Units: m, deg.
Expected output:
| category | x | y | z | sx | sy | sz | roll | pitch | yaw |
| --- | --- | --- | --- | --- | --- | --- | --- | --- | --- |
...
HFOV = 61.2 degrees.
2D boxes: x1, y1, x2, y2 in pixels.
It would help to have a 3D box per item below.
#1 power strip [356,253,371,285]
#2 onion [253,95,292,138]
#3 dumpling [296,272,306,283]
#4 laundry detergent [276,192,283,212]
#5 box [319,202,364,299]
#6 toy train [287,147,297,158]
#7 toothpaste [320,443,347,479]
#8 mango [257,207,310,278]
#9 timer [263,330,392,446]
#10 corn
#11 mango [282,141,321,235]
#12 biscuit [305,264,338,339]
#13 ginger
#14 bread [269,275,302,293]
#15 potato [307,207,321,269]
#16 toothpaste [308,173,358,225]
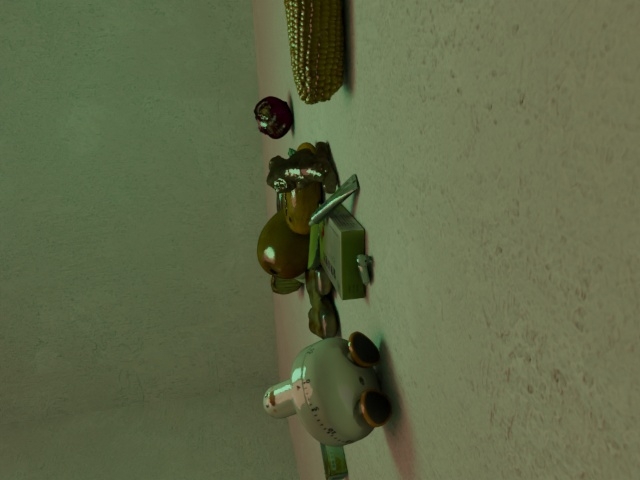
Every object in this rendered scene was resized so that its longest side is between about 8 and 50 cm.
| category | x | y | z | sx | sy | sz | roll | pitch | yaw |
| --- | --- | --- | --- | --- | --- | --- | --- | --- | --- |
| power strip | 0.102 | 0.063 | 1.220 | 0.055 | 0.035 | 0.083 | -106 | 1 | -47 |
| onion | -0.167 | -0.500 | 2.194 | 0.198 | 0.135 | 0.173 | -9 | -108 | -62 |
| dumpling | -0.065 | 0.112 | 1.999 | 0.134 | 0.169 | 0.100 | 58 | -141 | -13 |
| laundry detergent | -0.146 | -0.199 | 2.345 | 0.171 | 0.076 | 0.237 | -107 | 17 | -45 |
| box | 0.050 | 0.019 | 1.374 | 0.260 | 0.062 | 0.175 | -124 | 31 | -68 |
| toy train | -0.070 | -0.271 | 1.872 | 0.178 | 0.071 | 0.105 | -132 | 33 | -75 |
| toothpaste | 0.029 | 0.653 | 1.862 | 0.089 | 0.070 | 0.313 | 105 | 158 | -53 |
| mango | -0.115 | -0.003 | 1.895 | 0.173 | 0.211 | 0.317 | 53 | -150 | -36 |
| timer | 0.018 | 0.340 | 1.205 | 0.240 | 0.233 | 0.234 | -30 | 57 | 30 |
| corn | -0.012 | -0.510 | 1.222 | 0.144 | 0.143 | 0.388 | -125 | 27 | -70 |
| mango | -0.061 | -0.160 | 1.732 | 0.177 | 0.120 | 0.295 | -124 | 30 | -66 |
| biscuit | -0.001 | 0.200 | 1.769 | 0.290 | 0.062 | 0.237 | 150 | 115 | -78 |
| ginger | -0.062 | -0.211 | 1.575 | 0.332 | 0.080 | 0.166 | 0 | 69 | 50 |
| bread | -0.158 | 0.126 | 2.409 | 0.253 | 0.142 | 0.228 | 143 | 120 | -82 |
| potato | 0.000 | 0.000 | 1.615 | 0.119 | 0.054 | 0.198 | -130 | 46 | -71 |
| toothpaste | 0.028 | -0.091 | 1.316 | 0.197 | 0.029 | 0.048 | -41 | 42 | 42 |
